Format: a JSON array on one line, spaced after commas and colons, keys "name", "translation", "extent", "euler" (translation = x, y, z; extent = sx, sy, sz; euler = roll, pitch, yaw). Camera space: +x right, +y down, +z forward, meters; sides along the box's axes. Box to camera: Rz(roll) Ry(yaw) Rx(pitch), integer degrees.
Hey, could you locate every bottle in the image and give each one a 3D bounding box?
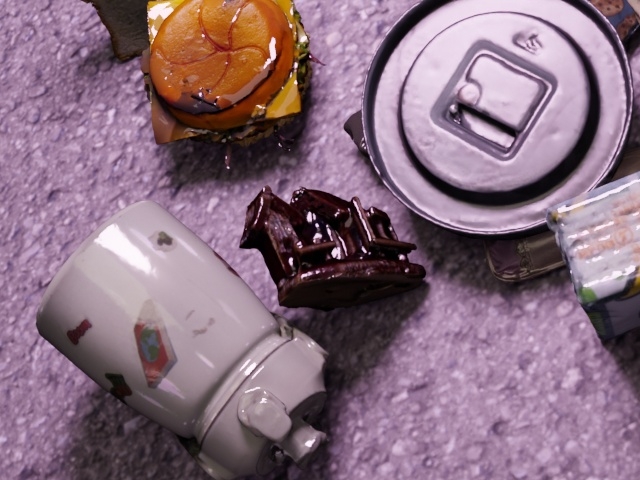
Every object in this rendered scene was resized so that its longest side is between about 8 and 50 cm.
[{"name": "bottle", "translation": [-0.131, 0.134, 1.634], "extent": [0.351, 0.229, 0.229], "euler": [38, 84, 10]}]

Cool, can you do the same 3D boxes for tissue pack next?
[{"name": "tissue pack", "translation": [0.408, -0.015, 1.481], "extent": [0.310, 0.228, 0.128], "euler": [-22, 72, 10]}]

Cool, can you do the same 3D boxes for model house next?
[{"name": "model house", "translation": [0.003, -0.004, 1.664], "extent": [0.141, 0.203, 0.164], "euler": [-29, 68, 31]}]

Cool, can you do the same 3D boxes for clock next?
[{"name": "clock", "translation": [0.207, -0.155, 1.646], "extent": [0.318, 0.066, 0.319], "euler": [-4, 77, 16]}]

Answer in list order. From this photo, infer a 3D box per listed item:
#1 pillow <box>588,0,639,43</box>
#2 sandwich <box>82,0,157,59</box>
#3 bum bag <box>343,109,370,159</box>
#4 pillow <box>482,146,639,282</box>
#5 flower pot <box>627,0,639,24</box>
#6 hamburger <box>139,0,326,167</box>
[{"name": "pillow", "translation": [0.308, -0.355, 1.749], "extent": [0.255, 0.034, 0.189], "euler": [38, 75, 13]}, {"name": "sandwich", "translation": [-0.241, -0.340, 1.889], "extent": [0.186, 0.215, 0.065], "euler": [-17, 62, 10]}, {"name": "bum bag", "translation": [0.186, -0.164, 1.731], "extent": [0.326, 0.080, 0.142], "euler": [-6, 73, 15]}, {"name": "pillow", "translation": [0.297, -0.030, 1.647], "extent": [0.232, 0.038, 0.131], "euler": [-12, 72, 13]}, {"name": "flower pot", "translation": [0.489, -0.349, 1.578], "extent": [0.307, 0.244, 0.308], "euler": [-4, 67, 9]}, {"name": "hamburger", "translation": [-0.113, -0.219, 1.827], "extent": [0.243, 0.138, 0.262], "euler": [-7, 68, 18]}]
